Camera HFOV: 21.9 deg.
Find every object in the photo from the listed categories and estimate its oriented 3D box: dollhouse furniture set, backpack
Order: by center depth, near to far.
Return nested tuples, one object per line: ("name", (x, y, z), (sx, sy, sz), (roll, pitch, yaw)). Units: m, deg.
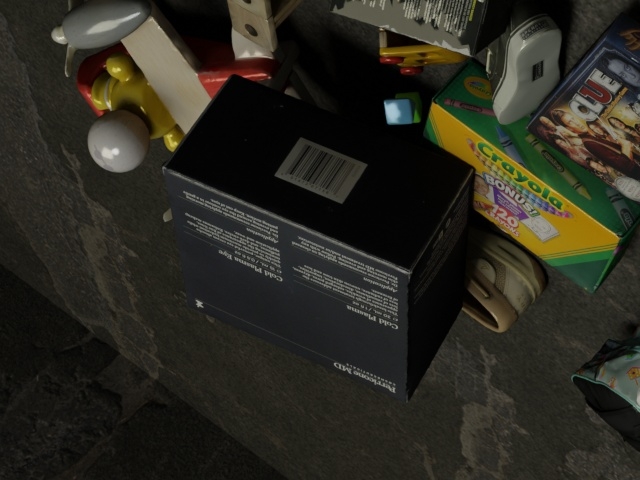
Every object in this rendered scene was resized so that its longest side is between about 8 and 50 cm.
("dollhouse furniture set", (-0.095, -0.347, 2.007), (0.183, 0.129, 0.129), (32, 156, 22))
("backpack", (0.429, 0.197, 2.092), (0.166, 0.144, 0.188), (47, -179, -7))

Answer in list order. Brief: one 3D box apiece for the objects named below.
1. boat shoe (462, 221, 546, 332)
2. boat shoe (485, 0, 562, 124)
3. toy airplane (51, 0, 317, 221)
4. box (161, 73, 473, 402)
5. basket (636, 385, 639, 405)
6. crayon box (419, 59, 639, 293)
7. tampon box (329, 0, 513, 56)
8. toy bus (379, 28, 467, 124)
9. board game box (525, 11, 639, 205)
("boat shoe", (0.144, 0.011, 2.289), (0.341, 0.110, 0.122), (29, 155, 30))
("boat shoe", (0.221, -0.203, 1.827), (0.070, 0.077, 0.219), (60, 168, 20))
("toy airplane", (-0.199, -0.192, 2.280), (0.386, 0.272, 0.384), (39, 157, 9))
("box", (0.000, 0.000, 2.102), (0.343, 0.179, 0.312), (23, 148, 16))
("basket", (0.530, 0.093, 1.503), (0.266, 0.328, 0.331), (43, 158, -8))
("crayon box", (0.254, -0.075, 1.984), (0.278, 0.081, 0.165), (37, 158, 13))
("tampon box", (0.112, -0.270, 1.685), (0.161, 0.120, 0.101), (20, 116, 15))
("toy bus", (0.128, -0.242, 1.849), (0.104, 0.202, 0.191), (-1, 135, 16))
("board game box", (0.334, -0.133, 1.764), (0.165, 0.042, 0.243), (34, 158, 0))
